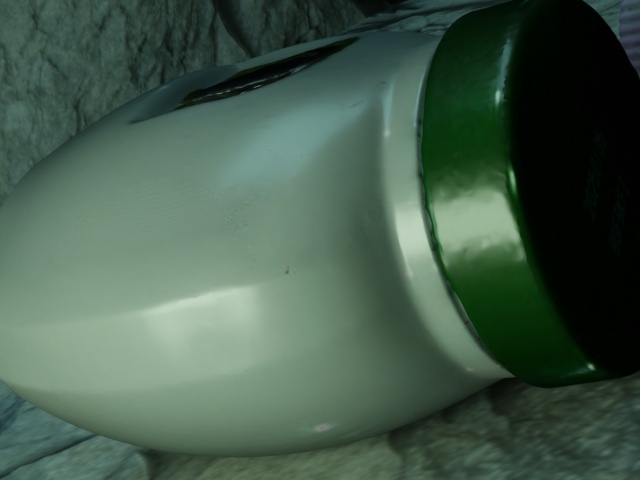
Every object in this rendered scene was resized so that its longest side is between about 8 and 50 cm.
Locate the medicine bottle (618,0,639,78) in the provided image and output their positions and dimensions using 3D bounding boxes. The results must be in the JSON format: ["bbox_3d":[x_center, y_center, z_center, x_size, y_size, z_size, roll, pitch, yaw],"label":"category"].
[{"bbox_3d":[0.349,-0.148,1.201,0.178,0.178,0.291,-28,14,-28],"label":"medicine bottle"}]

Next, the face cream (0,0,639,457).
[{"bbox_3d":[0.000,0.000,1.054,0.357,0.219,0.312,-11,14,31],"label":"face cream"}]
